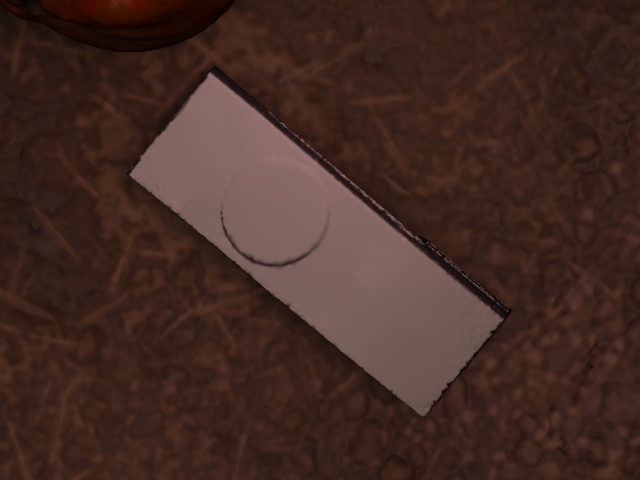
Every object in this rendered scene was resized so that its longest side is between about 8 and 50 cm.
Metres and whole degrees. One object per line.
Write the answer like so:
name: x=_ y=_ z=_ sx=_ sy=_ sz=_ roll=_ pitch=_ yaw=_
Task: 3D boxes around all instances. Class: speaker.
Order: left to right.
speaker: x=0.000 y=0.000 z=0.871 sx=0.218 sy=0.044 sz=0.082 roll=40 pitch=91 yaw=-7

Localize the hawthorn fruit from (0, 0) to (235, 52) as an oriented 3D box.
hawthorn fruit: x=-0.091 y=-0.229 z=0.764 sx=0.210 sy=0.210 sz=0.262 roll=28 pitch=85 yaw=-7
